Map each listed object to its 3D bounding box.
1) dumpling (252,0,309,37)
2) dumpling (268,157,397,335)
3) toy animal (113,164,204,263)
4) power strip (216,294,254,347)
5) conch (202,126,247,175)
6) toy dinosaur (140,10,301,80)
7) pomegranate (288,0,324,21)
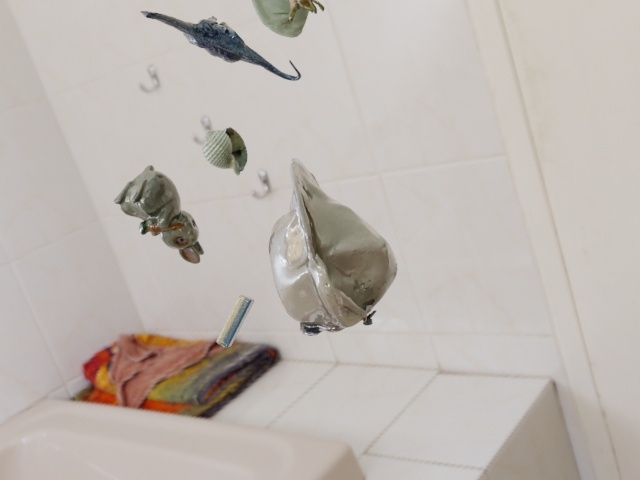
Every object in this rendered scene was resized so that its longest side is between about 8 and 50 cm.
[{"bbox_3d":[-0.091,-0.619,1.920,0.152,0.219,0.108,6,21,11],"label":"dumpling"},{"bbox_3d":[-0.007,0.015,1.015,0.163,0.204,0.293,-49,14,18],"label":"dumpling"},{"bbox_3d":[-0.310,-0.046,1.622,0.108,0.236,0.138,-7,51,53],"label":"toy animal"},{"bbox_3d":[-0.190,0.179,1.709,0.032,0.123,0.056,27,-1,5],"label":"power strip"},{"bbox_3d":[-0.294,-0.277,2.340,0.102,0.153,0.135,11,53,35],"label":"conch"},{"bbox_3d":[-0.216,-0.429,1.674,0.362,0.077,0.147,21,18,-21],"label":"toy dinosaur"},{"bbox_3d":[-0.065,-0.609,1.742,0.156,0.220,0.156,-26,-10,-5],"label":"pomegranate"}]
